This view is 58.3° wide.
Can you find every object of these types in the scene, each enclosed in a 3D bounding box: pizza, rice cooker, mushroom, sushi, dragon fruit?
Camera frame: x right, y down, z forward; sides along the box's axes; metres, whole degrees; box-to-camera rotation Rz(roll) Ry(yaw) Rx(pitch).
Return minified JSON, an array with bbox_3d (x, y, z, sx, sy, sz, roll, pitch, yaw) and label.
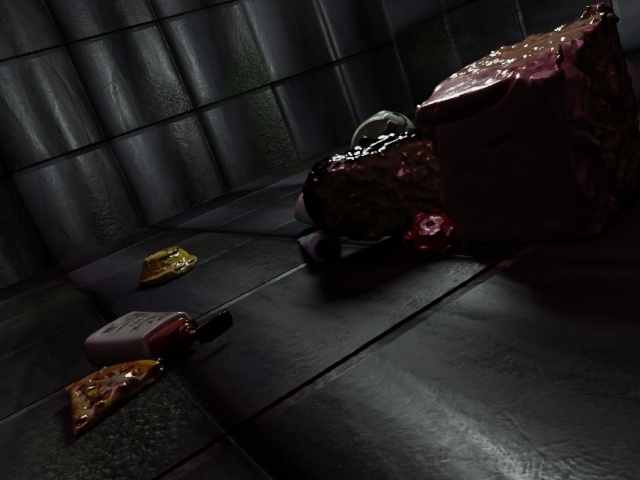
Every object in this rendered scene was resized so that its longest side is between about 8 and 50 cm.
[{"bbox_3d":[-0.357,0.246,0.908,0.185,0.036,0.176,-15,14,21],"label":"pizza"},{"bbox_3d":[0.220,-0.319,1.919,0.226,0.225,0.244,-15,11,20],"label":"rice cooker"},{"bbox_3d":[0.055,-0.094,1.541,0.270,0.103,0.118,-3,25,23],"label":"mushroom"},{"bbox_3d":[0.137,-0.109,1.181,0.350,0.210,0.171,-11,18,-9],"label":"sushi"},{"bbox_3d":[0.207,-0.018,1.063,0.126,0.068,0.112,-29,19,-32],"label":"dragon fruit"}]

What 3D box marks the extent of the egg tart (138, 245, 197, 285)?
[{"bbox_3d":[-0.451,0.069,1.671,0.191,0.074,0.191,-21,12,5],"label":"egg tart"}]

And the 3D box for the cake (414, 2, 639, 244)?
[{"bbox_3d":[0.362,-0.177,0.979,0.293,0.314,0.307,-9,27,48],"label":"cake"}]

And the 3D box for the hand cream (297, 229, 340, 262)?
[{"bbox_3d":[0.000,0.000,1.363,0.109,0.067,0.320,-22,6,-1],"label":"hand cream"}]

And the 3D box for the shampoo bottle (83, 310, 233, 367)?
[{"bbox_3d":[-0.290,0.172,1.040,0.284,0.071,0.153,-8,15,34],"label":"shampoo bottle"}]

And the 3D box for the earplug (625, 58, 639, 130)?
[{"bbox_3d":[0.603,-0.252,1.189,0.214,0.175,0.325,-14,45,22],"label":"earplug"}]
